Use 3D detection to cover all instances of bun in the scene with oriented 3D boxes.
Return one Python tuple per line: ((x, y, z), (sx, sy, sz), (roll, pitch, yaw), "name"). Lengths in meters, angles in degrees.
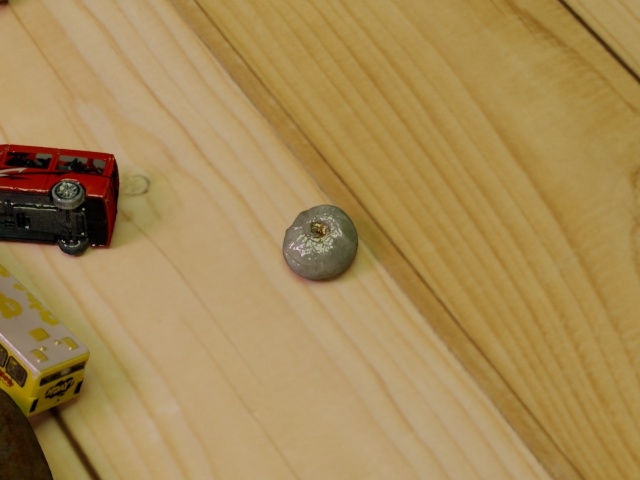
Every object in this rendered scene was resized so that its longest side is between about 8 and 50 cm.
((0.000, 0.000, 1.538), (0.083, 0.045, 0.083), (-2, 55, 3), "bun")

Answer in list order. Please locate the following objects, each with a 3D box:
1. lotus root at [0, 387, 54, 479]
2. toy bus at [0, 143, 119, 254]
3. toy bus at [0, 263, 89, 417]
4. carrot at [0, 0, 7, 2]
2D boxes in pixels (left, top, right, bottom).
((-0.295, 0.223, 1.336), (0.124, 0.123, 0.241), (-17, 59, -22), "lotus root")
((-0.304, -0.048, 1.547), (0.195, 0.081, 0.089), (4, 46, 2), "toy bus")
((-0.322, 0.072, 1.451), (0.226, 0.074, 0.081), (41, 37, 23), "toy bus")
((-0.446, -0.310, 1.720), (0.193, 0.087, 0.087), (12, 56, 5), "carrot")
